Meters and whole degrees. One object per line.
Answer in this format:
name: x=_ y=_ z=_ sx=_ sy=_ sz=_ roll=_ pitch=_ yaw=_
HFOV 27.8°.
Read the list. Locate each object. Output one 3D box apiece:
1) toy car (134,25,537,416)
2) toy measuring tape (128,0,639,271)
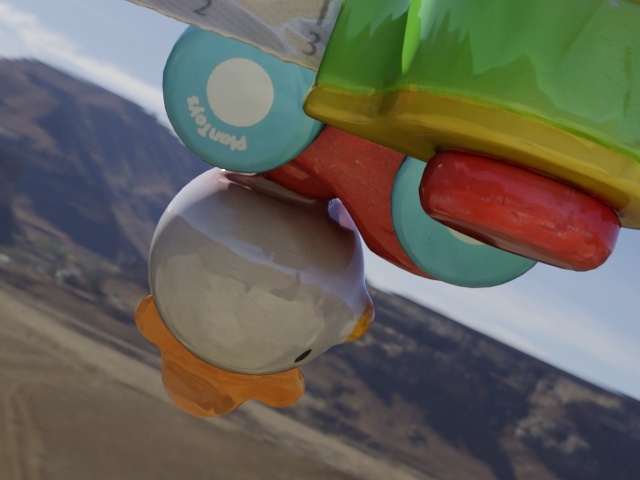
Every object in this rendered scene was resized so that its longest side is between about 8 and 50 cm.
toy car: x=0.000 y=0.000 z=0.667 sx=0.210 sy=0.238 sz=0.219 roll=27 pitch=21 yaw=1
toy measuring tape: x=0.023 y=-0.072 z=0.429 sx=0.330 sy=0.121 sz=0.121 roll=21 pitch=-3 yaw=-4
